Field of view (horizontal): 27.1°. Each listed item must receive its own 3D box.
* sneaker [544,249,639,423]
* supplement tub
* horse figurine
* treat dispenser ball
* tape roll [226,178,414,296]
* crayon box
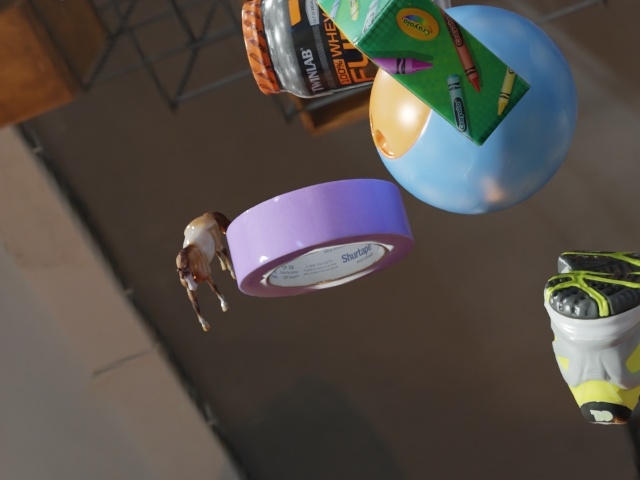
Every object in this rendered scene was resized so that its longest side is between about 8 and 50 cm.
[{"bbox_3d":[0.325,0.093,1.471,0.384,0.145,0.147,-19,-73,-63],"label":"sneaker"},{"bbox_3d":[0.051,-0.359,2.244,0.207,0.338,0.207,-12,-90,-79],"label":"supplement tub"},{"bbox_3d":[-0.204,0.031,2.388,0.263,0.066,0.174,-74,-33,-48],"label":"horse figurine"},{"bbox_3d":[0.211,-0.180,1.842,0.288,0.288,0.288,-19,-90,-73],"label":"treat dispenser ball"},{"bbox_3d":[0.000,0.000,2.014,0.275,0.274,0.090,26,-133,-67],"label":"tape roll"},{"bbox_3d":[0.098,-0.208,1.377,0.165,0.081,0.278,37,-170,-17],"label":"crayon box"}]
